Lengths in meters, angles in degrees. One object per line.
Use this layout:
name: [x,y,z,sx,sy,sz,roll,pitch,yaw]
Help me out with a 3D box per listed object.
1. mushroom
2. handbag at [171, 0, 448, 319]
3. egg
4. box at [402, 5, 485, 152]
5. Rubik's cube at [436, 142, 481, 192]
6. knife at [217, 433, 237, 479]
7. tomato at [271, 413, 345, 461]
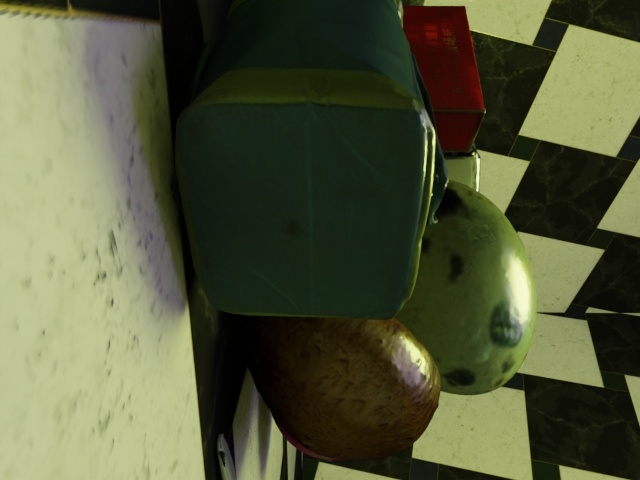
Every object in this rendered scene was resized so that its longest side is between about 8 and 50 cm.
mushroom: [0.038,0.147,0.819,0.356,0.334,0.331,-51,163,-43]
handbag: [-0.009,-0.085,0.490,0.241,0.222,0.263,-89,176,-50]
egg: [0.224,0.080,1.001,0.345,0.345,0.428,89,-22,-60]
box: [0.042,-0.220,0.699,0.089,0.313,0.197,89,2,-61]
Rubik's cube: [0.229,-0.093,1.316,0.318,0.316,0.313,-53,141,-67]
knife: [-0.103,0.379,0.686,0.081,0.043,0.336,-105,-168,-71]
tomato: [-0.034,0.291,1.105,0.290,0.176,0.334,162,-71,-69]
